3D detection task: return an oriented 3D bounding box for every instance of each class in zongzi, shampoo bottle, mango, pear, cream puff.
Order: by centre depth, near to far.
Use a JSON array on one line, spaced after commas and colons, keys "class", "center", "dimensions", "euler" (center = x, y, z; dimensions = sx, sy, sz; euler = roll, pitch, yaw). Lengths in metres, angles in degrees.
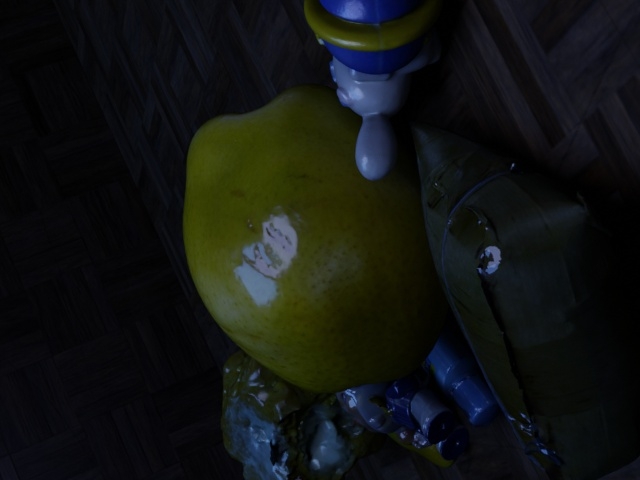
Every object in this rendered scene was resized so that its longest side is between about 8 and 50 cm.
[{"class": "zongzi", "center": [0.222, 0.063, 1.369], "dimensions": [0.393, 0.174, 0.356], "euler": [-128, 16, -64]}, {"class": "pear", "center": [0.000, 0.000, 1.609], "dimensions": [0.418, 0.362, 0.362], "euler": [65, 162, -2]}, {"class": "shampoo bottle", "center": [0.173, 0.160, 1.751], "dimensions": [0.258, 0.061, 0.104], "euler": [54, 162, 35]}, {"class": "mango", "center": [0.154, 0.277, 1.914], "dimensions": [0.191, 0.085, 0.122], "euler": [23, 122, 50]}, {"class": "cream puff", "center": [-0.033, 0.295, 2.140], "dimensions": [0.274, 0.269, 0.323], "euler": [24, 127, 39]}]

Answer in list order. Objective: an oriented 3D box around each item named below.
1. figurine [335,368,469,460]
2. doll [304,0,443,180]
[{"class": "figurine", "center": [0.107, 0.225, 1.762], "dimensions": [0.194, 0.133, 0.274], "euler": [40, 170, -11]}, {"class": "doll", "center": [0.075, -0.266, 1.463], "dimensions": [0.311, 0.159, 0.243], "euler": [-98, -13, -52]}]
